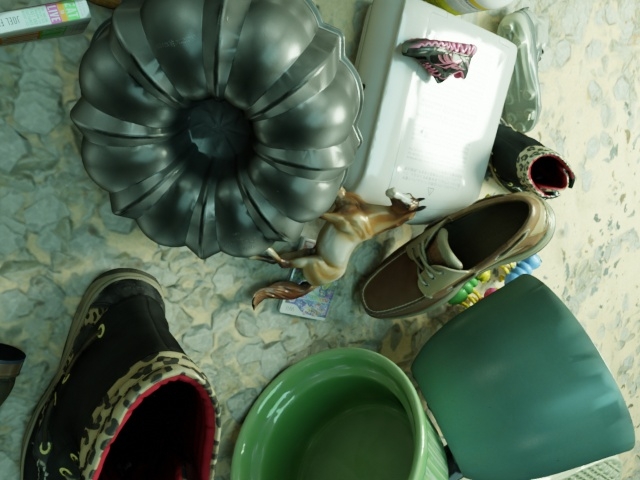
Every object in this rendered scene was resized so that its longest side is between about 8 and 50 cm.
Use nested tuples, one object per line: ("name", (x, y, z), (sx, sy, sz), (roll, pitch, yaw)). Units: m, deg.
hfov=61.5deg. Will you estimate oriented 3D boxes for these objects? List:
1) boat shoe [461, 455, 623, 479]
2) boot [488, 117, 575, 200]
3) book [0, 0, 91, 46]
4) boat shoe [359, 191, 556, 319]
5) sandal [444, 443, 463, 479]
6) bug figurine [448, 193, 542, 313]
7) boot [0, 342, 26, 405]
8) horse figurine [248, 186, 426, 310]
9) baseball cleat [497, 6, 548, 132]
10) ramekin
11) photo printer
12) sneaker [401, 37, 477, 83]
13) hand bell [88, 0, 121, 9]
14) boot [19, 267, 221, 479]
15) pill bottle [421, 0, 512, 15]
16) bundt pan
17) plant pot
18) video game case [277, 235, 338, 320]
("boat shoe", (0.376, 0.498, 1.115), (0.500, 0.156, 0.187), (-10, 114, -16))
("boot", (0.361, -0.109, 0.910), (0.236, 0.179, 0.085), (36, 105, -32))
("book", (-0.312, -0.216, 0.540), (0.144, 0.096, 0.035), (-22, 114, -23))
("boat shoe", (0.187, 0.019, 0.815), (0.324, 0.123, 0.116), (-35, 156, 21))
("sandal", (0.103, 0.444, 0.951), (0.445, 0.167, 0.107), (-30, 75, -16))
("bug figurine", (0.309, 0.050, 0.949), (0.216, 0.072, 0.279), (-48, 141, -3))
("boot", (-0.448, 0.157, 0.572), (0.219, 0.082, 0.106), (19, 91, -35))
("horse figurine", (0.000, 0.000, 0.760), (0.174, 0.066, 0.263), (23, 118, -26))
("baseball cleat", (0.364, -0.295, 0.933), (0.109, 0.072, 0.206), (-35, 124, -29))
("ramekin", (0.034, 0.324, 0.780), (0.303, 0.303, 0.148), (-47, 128, -11))
("photo printer", (0.155, -0.178, 0.820), (0.256, 0.107, 0.308), (6, 101, -32))
("sneaker", (0.157, -0.238, 0.716), (0.119, 0.047, 0.057), (-4, 117, -28))
("hand bell", (-0.181, -0.262, 0.620), (0.242, 0.126, 0.126), (15, 96, -20))
("boot", (-0.233, 0.242, 0.599), (0.138, 0.284, 0.378), (18, 93, -33))
("pill bottle", (0.207, -0.375, 0.736), (0.119, 0.208, 0.119), (-9, 107, -29))
("bundt pan", (-0.111, -0.118, 0.581), (0.330, 0.124, 0.331), (0, 118, -1))
("plant pot", (0.284, 0.233, 0.842), (0.235, 0.293, 0.293), (-26, 117, 3))
("video game case", (-0.011, 0.061, 0.845), (0.087, 0.011, 0.122), (16, 95, -33))
